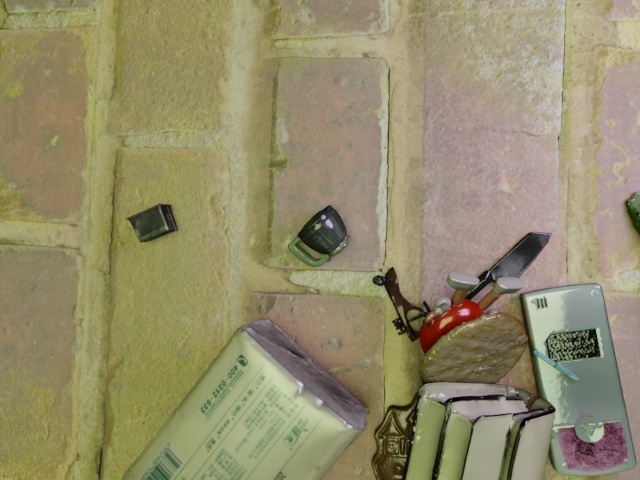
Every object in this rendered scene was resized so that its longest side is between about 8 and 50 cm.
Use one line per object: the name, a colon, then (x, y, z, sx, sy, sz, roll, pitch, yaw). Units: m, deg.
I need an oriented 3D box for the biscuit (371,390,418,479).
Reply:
biscuit: (0.192, 0.403, 0.969, 0.183, 0.034, 0.215, 2, 88, 10)

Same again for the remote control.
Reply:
remote control: (0.473, 0.255, 0.917, 0.145, 0.050, 0.343, -9, 86, 10)

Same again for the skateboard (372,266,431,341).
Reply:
skateboard: (0.167, 0.123, 0.979, 0.080, 0.067, 0.151, -24, 89, -2)

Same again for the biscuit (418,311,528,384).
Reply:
biscuit: (0.279, 0.212, 0.894, 0.220, 0.220, 0.033, -35, 39, 7)

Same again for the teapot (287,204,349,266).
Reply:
teapot: (0.005, -0.006, 1.008, 0.090, 0.124, 0.092, 47, 54, -6)

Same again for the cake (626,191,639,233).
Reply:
cake: (0.659, 0.009, 0.907, 0.100, 0.099, 0.235, -28, 62, 9)

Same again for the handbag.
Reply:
handbag: (0.272, 0.443, 0.858, 0.237, 0.160, 0.358, 9, 93, -32)

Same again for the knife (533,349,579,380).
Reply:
knife: (0.428, 0.226, 0.899, 0.091, 0.005, 0.014, 35, 96, 10)

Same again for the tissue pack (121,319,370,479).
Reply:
tissue pack: (-0.131, 0.382, 0.940, 0.297, 0.207, 0.380, 41, 94, 11)

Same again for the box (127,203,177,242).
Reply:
box: (-0.362, -0.037, 1.077, 0.085, 0.060, 0.063, -21, 92, 8)

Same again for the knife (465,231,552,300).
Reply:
knife: (0.359, 0.060, 0.964, 0.230, 0.028, 0.060, -42, 93, 3)

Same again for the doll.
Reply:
doll: (0.263, 0.151, 0.923, 0.183, 0.085, 0.217, 6, 120, -22)
